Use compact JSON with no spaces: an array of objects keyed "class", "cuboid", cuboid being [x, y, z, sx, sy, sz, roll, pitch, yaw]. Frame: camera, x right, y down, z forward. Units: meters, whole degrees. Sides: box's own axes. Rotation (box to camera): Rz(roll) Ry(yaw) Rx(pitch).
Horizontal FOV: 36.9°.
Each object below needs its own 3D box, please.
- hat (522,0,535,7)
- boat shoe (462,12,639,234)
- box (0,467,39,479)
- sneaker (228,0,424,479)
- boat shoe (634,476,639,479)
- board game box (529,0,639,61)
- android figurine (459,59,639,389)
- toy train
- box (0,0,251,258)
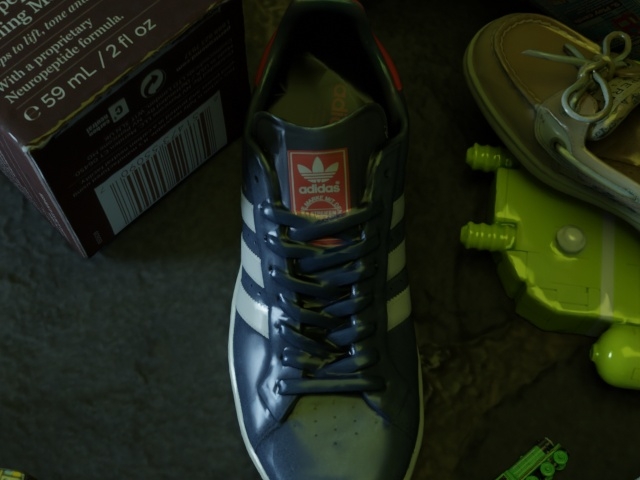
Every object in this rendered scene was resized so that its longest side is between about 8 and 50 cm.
[{"class":"hat","cuboid":[0.131,-0.256,0.695,0.183,0.208,0.173,13,87,22]},{"class":"boat shoe","cuboid":[0.215,-0.061,0.612,0.285,0.089,0.104,41,72,13]},{"class":"box","cuboid":[-0.209,0.262,0.431,0.177,0.279,0.290,5,67,1]},{"class":"sneaker","cuboid":[0.000,0.000,0.613,0.131,0.148,0.350,-4,68,-2]},{"class":"boat shoe","cuboid":[0.146,0.224,0.550,0.302,0.091,0.114,-41,73,-16]},{"class":"board game box","cuboid":[0.202,-0.221,0.702,0.060,0.194,0.194,-17,48,40]},{"class":"android figurine","cuboid":[0.234,-0.013,0.673,0.272,0.056,0.248,10,68,2]},{"class":"toy train","cuboid":[0.126,0.158,0.619,0.083,0.017,0.024,-37,62,-15]},{"class":"box","cuboid":[-0.175,-0.133,0.657,0.168,0.167,0.203,-43,74,-16]}]
